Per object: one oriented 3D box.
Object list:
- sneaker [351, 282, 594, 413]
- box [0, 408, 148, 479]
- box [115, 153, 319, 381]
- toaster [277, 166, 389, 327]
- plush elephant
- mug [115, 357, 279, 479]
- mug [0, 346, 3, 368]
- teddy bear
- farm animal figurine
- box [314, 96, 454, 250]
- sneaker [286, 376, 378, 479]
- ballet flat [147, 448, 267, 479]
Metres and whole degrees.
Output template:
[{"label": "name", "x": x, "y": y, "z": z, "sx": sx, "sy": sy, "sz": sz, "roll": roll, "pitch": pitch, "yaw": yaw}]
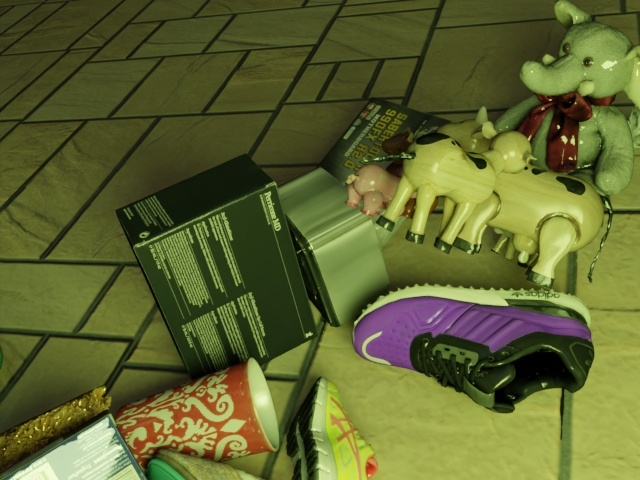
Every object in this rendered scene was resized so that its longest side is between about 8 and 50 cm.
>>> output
[{"label": "sneaker", "x": 0.176, "y": 0.134, "z": 0.897, "sx": 0.293, "sy": 0.102, "sz": 0.146, "roll": -4, "pitch": 38, "yaw": 13}, {"label": "box", "x": -0.216, "y": 0.300, "z": 0.745, "sx": 0.136, "sy": 0.225, "sz": 0.036, "roll": -30, "pitch": 8, "yaw": -20}, {"label": "box", "x": -0.125, "y": 0.048, "z": 0.977, "sx": 0.184, "sy": 0.261, "sz": 0.103, "roll": -24, "pitch": 38, "yaw": -14}, {"label": "toaster", "x": 0.000, "y": 0.000, "z": 1.065, "sx": 0.110, "sy": 0.186, "sz": 0.168, "roll": -29, "pitch": 38, "yaw": -12}, {"label": "plush elephant", "x": 0.387, "y": -0.209, "z": 1.147, "sx": 0.330, "sy": 0.255, "sz": 0.272, "roll": -25, "pitch": 38, "yaw": -15}, {"label": "mug", "x": -0.143, "y": 0.223, "z": 0.913, "sx": 0.169, "sy": 0.150, "sz": 0.113, "roll": -18, "pitch": 73, "yaw": 3}, {"label": "mug", "x": -0.530, "y": 0.182, "z": 1.075, "sx": 0.129, "sy": 0.097, "sz": 0.158, "roll": -1, "pitch": 39, "yaw": 16}, {"label": "teddy bear", "x": -0.377, "y": 0.285, "z": 0.851, "sx": 0.338, "sy": 0.113, "sz": 0.245, "roll": -25, "pitch": 0, "yaw": -9}, {"label": "farm animal figurine", "x": 0.201, "y": -0.068, "z": 0.913, "sx": 0.326, "sy": 0.172, "sz": 0.330, "roll": 23, "pitch": 8, "yaw": -4}, {"label": "box", "x": 0.090, "y": -0.113, "z": 1.223, "sx": 0.183, "sy": 0.056, "sz": 0.231, "roll": 29, "pitch": 76, "yaw": 44}, {"label": "sneaker", "x": 0.018, "y": 0.236, "z": 0.852, "sx": 0.094, "sy": 0.081, "sz": 0.208, "roll": 22, "pitch": 23, "yaw": -12}, {"label": "ballet flat", "x": -0.059, "y": 0.309, "z": 0.769, "sx": 0.106, "sy": 0.108, "sz": 0.316, "roll": -16, "pitch": 37, "yaw": -37}]
